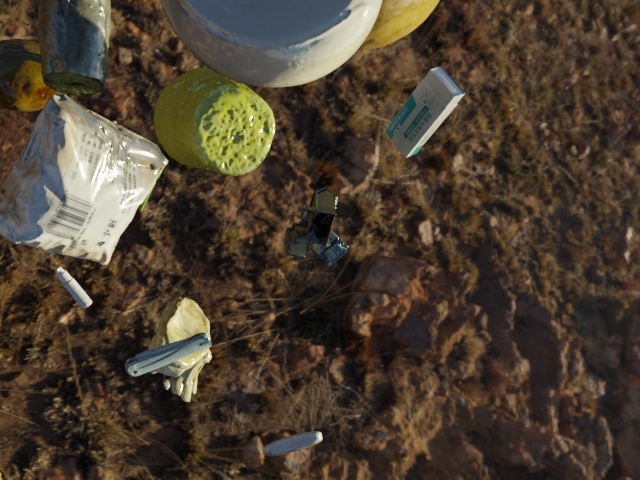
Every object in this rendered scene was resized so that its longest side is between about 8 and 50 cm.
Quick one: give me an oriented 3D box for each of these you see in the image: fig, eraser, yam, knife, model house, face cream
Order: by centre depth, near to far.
[{"bbox_3d":[-0.013,-0.023,0.762,0.057,0.083,0.058,8,37,-9],"label":"model house"},{"bbox_3d":[-0.287,0.212,1.108,0.162,0.023,0.044,-20,122,-18],"label":"knife"},{"bbox_3d":[-0.509,-0.438,1.215,0.154,0.154,0.254,0,97,-41],"label":"yam"},{"bbox_3d":[0.251,-0.312,1.450,0.052,0.225,0.095,-24,72,-39],"label":"eraser"},{"bbox_3d":[-0.698,-0.403,1.494,0.290,0.190,0.190,13,67,-8],"label":"fig"},{"bbox_3d":[-0.673,0.126,1.592,0.034,0.034,0.130,-49,119,-38],"label":"face cream"},{"bbox_3d":[-0.585,-0.184,2.037,0.015,0.212,0.054,21,24,-30],"label":"knife"}]

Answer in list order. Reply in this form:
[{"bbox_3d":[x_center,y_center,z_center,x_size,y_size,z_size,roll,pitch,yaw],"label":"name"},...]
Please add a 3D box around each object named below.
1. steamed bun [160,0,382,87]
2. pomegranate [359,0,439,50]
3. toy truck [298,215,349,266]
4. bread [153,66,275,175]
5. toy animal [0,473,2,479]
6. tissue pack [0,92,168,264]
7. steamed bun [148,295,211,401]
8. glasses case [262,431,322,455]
[{"bbox_3d":[-0.049,-0.266,0.615,0.232,0.145,0.231,0,84,-1],"label":"steamed bun"},{"bbox_3d":[0.069,-0.391,0.788,0.260,0.260,0.260,13,69,-38],"label":"pomegranate"},{"bbox_3d":[0.000,0.000,1.406,0.074,0.202,0.088,-44,118,-1],"label":"toy truck"},{"bbox_3d":[-0.343,-0.376,1.922,0.348,0.308,0.348,-15,120,-28],"label":"bread"},{"bbox_3d":[-0.582,0.431,0.939,0.195,0.281,0.169,26,80,-26],"label":"toy animal"},{"bbox_3d":[-0.598,-0.135,1.490,0.375,0.195,0.390,-61,150,-1],"label":"tissue pack"},{"bbox_3d":[-0.462,0.371,1.944,0.247,0.189,0.428,39,12,-18],"label":"steamed bun"},{"bbox_3d":[-0.075,0.545,1.574,0.063,0.164,0.041,71,3,-68],"label":"glasses case"}]
